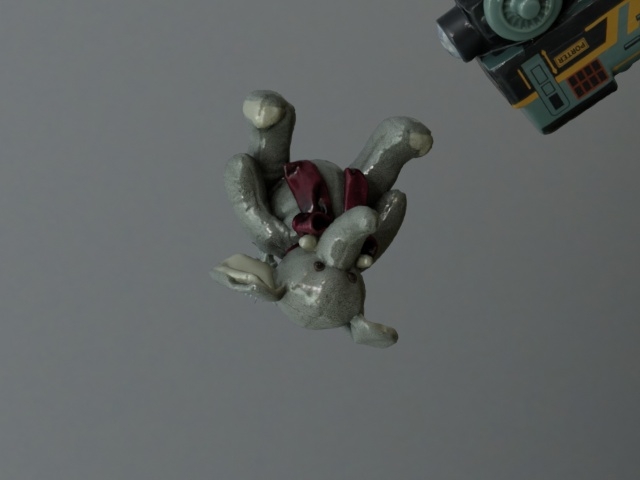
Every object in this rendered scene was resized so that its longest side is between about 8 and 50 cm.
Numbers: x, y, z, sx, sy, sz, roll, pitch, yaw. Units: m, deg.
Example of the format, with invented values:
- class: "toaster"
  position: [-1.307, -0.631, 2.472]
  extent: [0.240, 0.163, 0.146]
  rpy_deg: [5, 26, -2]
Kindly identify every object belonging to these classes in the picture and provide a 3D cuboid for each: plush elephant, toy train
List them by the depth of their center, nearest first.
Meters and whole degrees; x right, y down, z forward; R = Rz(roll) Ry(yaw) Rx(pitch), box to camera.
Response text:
- class: "toy train"
  position: [0.278, -0.254, 1.322]
  extent: [0.190, 0.334, 0.142]
  rpy_deg: [52, -174, -30]
- class: "plush elephant"
  position: [0.000, 0.000, 1.759]
  extent: [0.271, 0.255, 0.330]
  rpy_deg: [15, -65, -26]
